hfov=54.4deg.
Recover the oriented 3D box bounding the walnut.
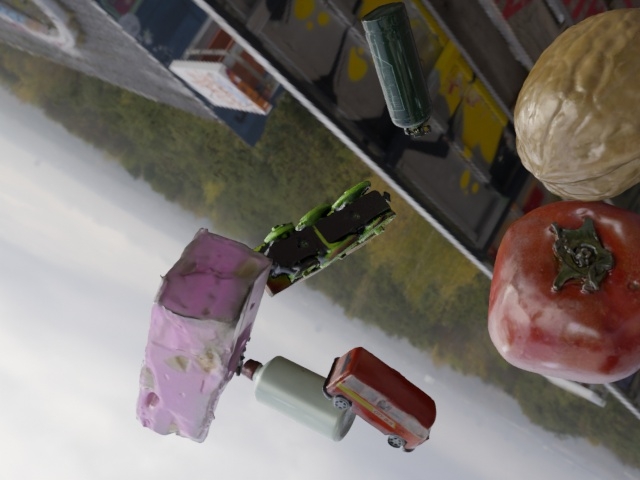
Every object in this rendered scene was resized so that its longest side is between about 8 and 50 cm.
[{"bbox_3d":[0.369,-0.174,0.814,0.225,0.261,0.225,45,174,6],"label":"walnut"}]

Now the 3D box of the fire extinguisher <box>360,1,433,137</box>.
[{"bbox_3d":[0.176,-0.342,1.325,0.095,0.114,0.311,-11,123,19],"label":"fire extinguisher"}]

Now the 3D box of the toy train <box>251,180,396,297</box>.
[{"bbox_3d":[0.000,0.000,1.078,0.100,0.296,0.160,56,147,7],"label":"toy train"}]

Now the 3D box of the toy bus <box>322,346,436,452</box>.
[{"bbox_3d":[0.093,0.230,0.907,0.174,0.079,0.077,37,127,-7],"label":"toy bus"}]

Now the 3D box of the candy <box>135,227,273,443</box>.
[{"bbox_3d":[-0.155,0.131,0.814,0.116,0.155,0.265,23,130,2],"label":"candy"}]

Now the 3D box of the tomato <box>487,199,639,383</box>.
[{"bbox_3d":[0.450,0.093,1.118,0.293,0.325,0.290,-2,150,15],"label":"tomato"}]

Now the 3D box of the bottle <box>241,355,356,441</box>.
[{"bbox_3d":[-0.049,0.301,1.238,0.245,0.104,0.104,22,170,23],"label":"bottle"}]
